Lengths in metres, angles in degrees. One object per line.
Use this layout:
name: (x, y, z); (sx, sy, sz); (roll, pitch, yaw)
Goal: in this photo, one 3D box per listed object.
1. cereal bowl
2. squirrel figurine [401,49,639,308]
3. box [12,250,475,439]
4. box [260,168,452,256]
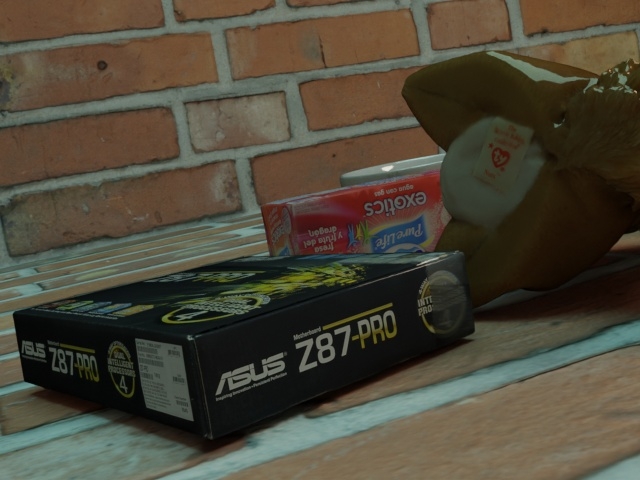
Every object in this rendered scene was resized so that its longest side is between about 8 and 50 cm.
cereal bowl: (0.213, -0.093, 1.727); (0.339, 0.141, 0.339); (-10, 7, 1)
squirrel figurine: (0.340, -0.082, 0.999); (0.371, 0.280, 0.397); (4, -18, -44)
box: (-0.092, 0.087, 0.898); (0.318, 0.097, 0.395); (-12, 6, -37)
box: (0.083, -0.013, 1.254); (0.300, 0.142, 0.154); (-13, 7, -20)
